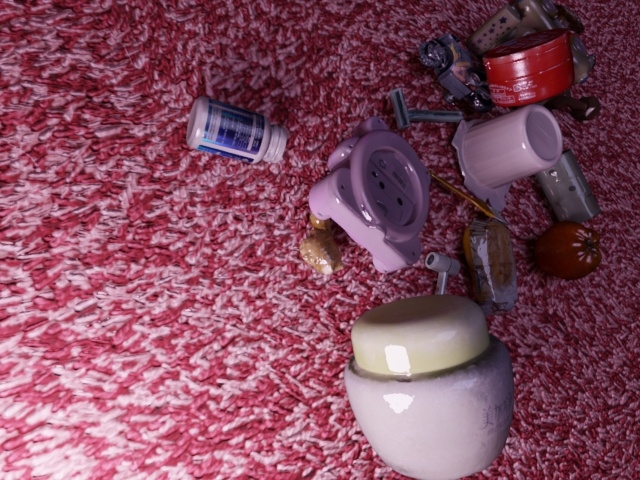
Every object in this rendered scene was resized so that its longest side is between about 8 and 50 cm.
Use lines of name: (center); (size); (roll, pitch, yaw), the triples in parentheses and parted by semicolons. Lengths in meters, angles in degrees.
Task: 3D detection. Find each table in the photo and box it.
table: (0.787, -0.168, 1.449); (0.126, 0.126, 0.220); (-29, 93, -32)

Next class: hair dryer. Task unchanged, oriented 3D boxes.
hair dryer: (0.307, 0.104, 1.160); (0.082, 0.047, 0.137); (19, 75, -23)

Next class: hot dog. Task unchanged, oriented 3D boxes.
hot dog: (0.468, 0.073, 1.235); (0.163, 0.082, 0.270); (-5, 85, -24)

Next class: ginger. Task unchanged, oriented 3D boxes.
ginger: (-0.007, 0.001, 1.001); (0.096, 0.067, 0.165); (-2, 65, -29)

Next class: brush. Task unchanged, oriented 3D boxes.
brush: (0.406, -0.127, 1.266); (0.272, 0.013, 0.103); (29, 23, -12)

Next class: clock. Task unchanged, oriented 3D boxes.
clock: (0.141, -0.118, 1.066); (0.295, 0.113, 0.322); (40, 51, -22)

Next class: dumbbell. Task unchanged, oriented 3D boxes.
dumbbell: (0.912, -0.498, 1.633); (0.231, 0.082, 0.092); (8, 74, -27)

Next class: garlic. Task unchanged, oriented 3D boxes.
garlic: (0.811, -0.695, 1.569); (0.207, 0.207, 0.256); (-19, 94, -32)

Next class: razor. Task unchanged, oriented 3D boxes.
razor: (0.305, -0.357, 1.283); (0.278, 0.056, 0.111); (-6, 80, -37)

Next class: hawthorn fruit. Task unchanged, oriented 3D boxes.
hawthorn fruit: (0.729, 0.030, 1.336); (0.189, 0.189, 0.189); (8, 73, -27)

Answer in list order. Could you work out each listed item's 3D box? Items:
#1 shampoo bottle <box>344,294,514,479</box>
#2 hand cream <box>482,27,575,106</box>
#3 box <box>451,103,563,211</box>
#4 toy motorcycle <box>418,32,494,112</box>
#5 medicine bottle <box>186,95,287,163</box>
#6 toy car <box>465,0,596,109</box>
shampoo bottle: (0.212, 0.282, 0.895); (0.323, 0.322, 0.317); (-13, 96, -31)
hand cream: (0.575, -0.476, 1.249); (0.230, 0.230, 0.149); (-36, 118, -31)
box: (0.545, -0.243, 1.279); (0.263, 0.206, 0.291); (-8, 84, -29)
toy motorcycle: (0.415, -0.512, 1.350); (0.307, 0.108, 0.173); (31, 59, -21)
medicine bottle: (-0.173, -0.223, 0.942); (0.192, 0.107, 0.106); (11, 72, -26)
toy car: (0.648, -0.576, 1.413); (0.336, 0.242, 0.226); (51, 53, -5)
